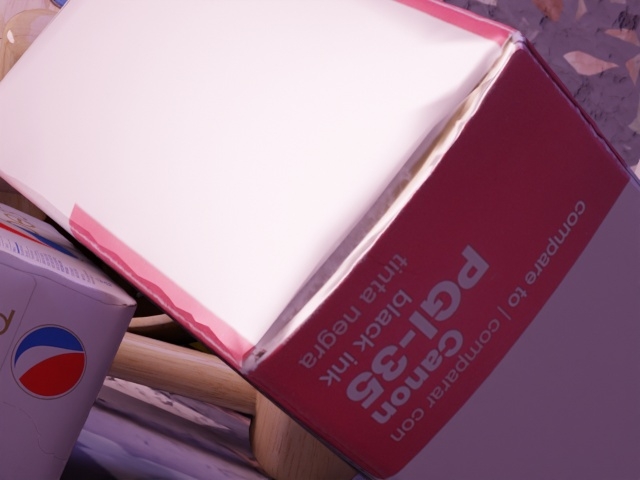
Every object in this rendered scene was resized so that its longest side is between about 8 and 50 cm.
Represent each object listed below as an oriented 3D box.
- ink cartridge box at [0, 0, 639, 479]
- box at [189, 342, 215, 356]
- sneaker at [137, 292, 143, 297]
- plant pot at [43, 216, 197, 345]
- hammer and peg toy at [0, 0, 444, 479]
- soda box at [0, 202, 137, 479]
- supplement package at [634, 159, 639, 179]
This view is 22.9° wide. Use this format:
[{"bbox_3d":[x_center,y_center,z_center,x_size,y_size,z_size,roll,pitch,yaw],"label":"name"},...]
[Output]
[{"bbox_3d":[0.042,0.029,0.551,0.283,0.117,0.207,43,-7,-39],"label":"ink cartridge box"},{"bbox_3d":[-0.051,0.082,1.228,0.105,0.043,0.179,24,0,-41],"label":"box"},{"bbox_3d":[-0.158,0.022,1.325,0.235,0.090,0.095,8,-30,-38],"label":"sneaker"},{"bbox_3d":[-0.108,-0.026,1.042,0.237,0.237,0.254,23,-16,8],"label":"plant pot"},{"bbox_3d":[-0.059,-0.070,0.784,0.266,0.361,0.127,10,-41,-12],"label":"hammer and peg toy"},{"bbox_3d":[-0.123,0.025,0.532,0.069,0.074,0.216,23,0,-17],"label":"soda box"},{"bbox_3d":[0.198,0.071,0.722,0.134,0.244,0.139,23,-1,-25],"label":"supplement package"}]
